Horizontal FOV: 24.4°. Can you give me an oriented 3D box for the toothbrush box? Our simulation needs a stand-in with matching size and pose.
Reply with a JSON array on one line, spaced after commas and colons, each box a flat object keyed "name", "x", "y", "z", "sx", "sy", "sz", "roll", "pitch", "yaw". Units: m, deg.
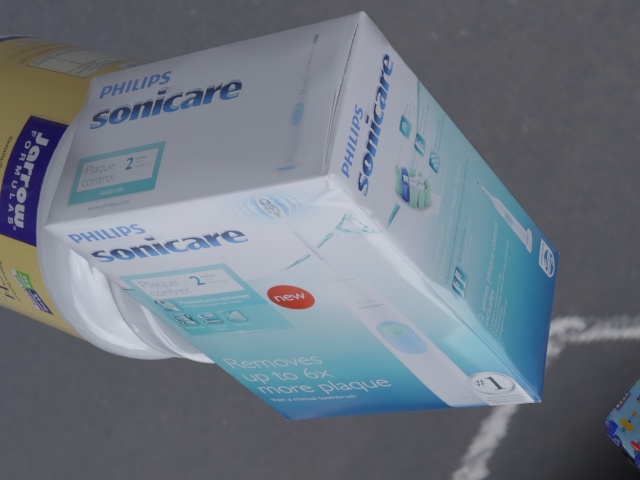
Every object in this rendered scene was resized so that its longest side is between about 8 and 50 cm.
[{"name": "toothbrush box", "x": 0.000, "y": 0.000, "z": 0.992, "sx": 0.216, "sy": 0.126, "sz": 0.295, "roll": -8, "pitch": 144, "yaw": 31}]

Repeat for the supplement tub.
[{"name": "supplement tub", "x": -0.180, "y": -0.037, "z": 1.235, "sx": 0.241, "sy": 0.331, "sz": 0.241, "roll": -16, "pitch": 113, "yaw": -43}]

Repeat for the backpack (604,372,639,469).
[{"name": "backpack", "x": 0.403, "y": 0.206, "z": 1.526, "sx": 0.117, "sy": 0.173, "sz": 0.158, "roll": 28, "pitch": 106, "yaw": -42}]
